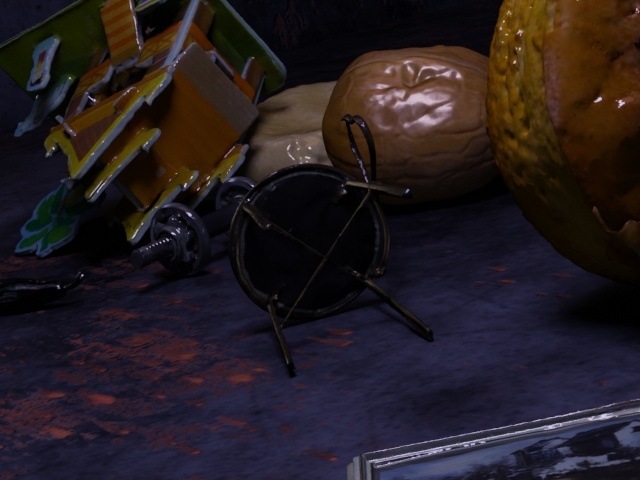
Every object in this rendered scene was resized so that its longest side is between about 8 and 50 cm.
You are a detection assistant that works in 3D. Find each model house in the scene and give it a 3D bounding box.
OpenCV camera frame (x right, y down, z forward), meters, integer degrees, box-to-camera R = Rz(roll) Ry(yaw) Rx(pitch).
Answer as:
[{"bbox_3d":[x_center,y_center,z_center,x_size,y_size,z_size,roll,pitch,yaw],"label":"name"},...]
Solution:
[{"bbox_3d":[-0.264,-0.122,2.241,0.357,0.242,0.313,-21,32,33],"label":"model house"}]

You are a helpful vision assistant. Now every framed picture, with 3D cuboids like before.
[{"bbox_3d":[0.160,0.147,1.202,0.296,0.019,0.232,-11,12,2],"label":"framed picture"}]

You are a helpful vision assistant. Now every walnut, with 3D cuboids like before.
[{"bbox_3d":[0.115,-0.130,2.125,0.225,0.193,0.193,-7,13,8],"label":"walnut"}]

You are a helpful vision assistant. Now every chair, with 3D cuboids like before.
[{"bbox_3d":[0.000,0.000,1.714,0.170,0.160,0.326,-13,16,-9],"label":"chair"}]

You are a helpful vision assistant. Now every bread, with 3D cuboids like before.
[{"bbox_3d":[0.296,-0.118,1.557,0.337,0.358,0.204,14,-20,-24],"label":"bread"}]

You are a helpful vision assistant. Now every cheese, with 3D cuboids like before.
[{"bbox_3d":[-0.016,-0.115,2.328,0.214,0.117,0.226,-24,21,-24],"label":"cheese"}]

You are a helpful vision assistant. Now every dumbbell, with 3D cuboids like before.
[{"bbox_3d":[-0.117,-0.018,2.052,0.081,0.081,0.254,-2,16,38],"label":"dumbbell"}]

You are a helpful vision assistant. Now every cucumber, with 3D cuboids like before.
[{"bbox_3d":[-0.326,0.060,2.017,0.163,0.043,0.039,-3,-27,23],"label":"cucumber"}]
